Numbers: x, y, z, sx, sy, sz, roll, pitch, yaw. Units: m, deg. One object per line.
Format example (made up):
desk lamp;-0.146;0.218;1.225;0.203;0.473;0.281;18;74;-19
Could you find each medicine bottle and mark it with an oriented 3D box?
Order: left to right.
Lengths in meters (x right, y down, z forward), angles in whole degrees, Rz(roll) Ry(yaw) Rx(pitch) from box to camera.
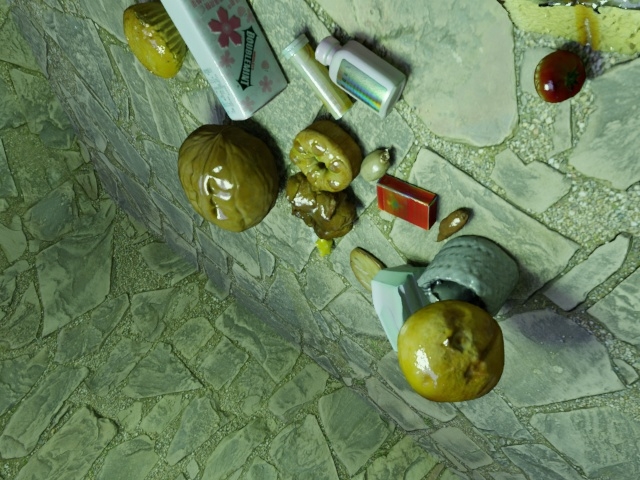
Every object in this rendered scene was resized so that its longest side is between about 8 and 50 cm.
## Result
medicine bottle;-0.003;-0.415;1.264;0.218;0.074;0.074;49;154;-17
medicine bottle;0.089;-0.392;1.155;0.219;0.078;0.115;39;156;9

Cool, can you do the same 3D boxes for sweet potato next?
sweet potato;0.351;-0.035;1.358;0.056;0.056;0.195;40;158;7

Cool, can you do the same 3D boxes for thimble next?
thimble;0.405;0.109;1.377;0.245;0.157;0.217;8;137;51

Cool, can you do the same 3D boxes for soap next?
soap;0.294;0.221;1.643;0.115;0.208;0.347;16;144;43

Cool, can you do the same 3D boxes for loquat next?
loquat;0.335;0.281;1.292;0.276;0.276;0.284;38;180;11

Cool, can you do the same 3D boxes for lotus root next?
lotus root;0.150;-0.205;1.361;0.062;0.073;0.150;4;162;-20

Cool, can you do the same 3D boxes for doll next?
doll;-0.003;-0.005;1.906;0.135;0.071;0.113;59;169;-17

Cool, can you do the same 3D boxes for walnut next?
walnut;-0.320;-0.219;1.727;0.353;0.308;0.398;11;143;12

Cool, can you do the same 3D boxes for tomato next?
tomato;0.410;-0.284;0.861;0.087;0.087;0.075;58;179;-28

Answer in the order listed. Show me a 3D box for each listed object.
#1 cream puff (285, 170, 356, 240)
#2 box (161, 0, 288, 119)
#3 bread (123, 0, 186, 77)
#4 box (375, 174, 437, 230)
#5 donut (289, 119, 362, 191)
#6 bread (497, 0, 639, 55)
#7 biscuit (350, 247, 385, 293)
cream puff;0.000;-0.119;1.624;0.268;0.155;0.241;36;159;-1
box;-0.245;-0.525;1.305;0.112;0.190;0.370;12;142;46
bread;-0.525;-0.640;1.580;0.239;0.139;0.240;33;153;20
box;0.242;-0.108;1.401;0.175;0.048;0.112;28;152;28
donut;0.016;-0.243;1.444;0.226;0.114;0.227;33;152;20
bread;0.404;-0.360;0.734;0.265;0.178;0.142;22;116;32
biscuit;0.196;0.127;1.841;0.260;0.041;0.203;55;155;-21
